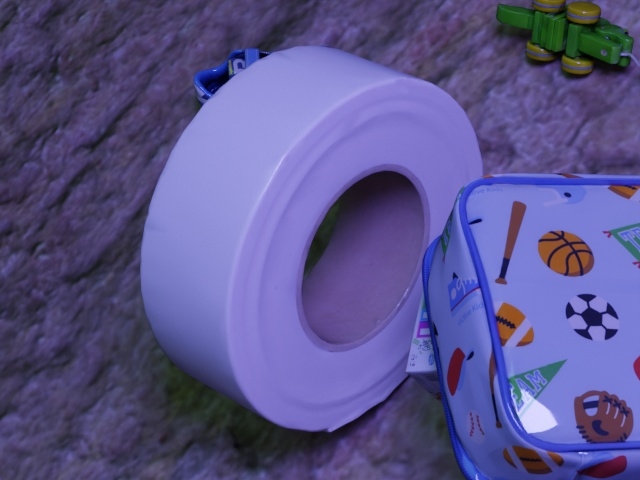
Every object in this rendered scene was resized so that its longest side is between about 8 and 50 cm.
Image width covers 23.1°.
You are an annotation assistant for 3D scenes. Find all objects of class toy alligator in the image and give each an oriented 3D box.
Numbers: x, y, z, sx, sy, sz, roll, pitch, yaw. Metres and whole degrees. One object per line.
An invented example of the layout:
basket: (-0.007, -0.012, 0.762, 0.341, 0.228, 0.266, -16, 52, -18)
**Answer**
toy alligator: (0.234, -0.173, 1.334, 0.051, 0.056, 0.189, -22, 36, -40)

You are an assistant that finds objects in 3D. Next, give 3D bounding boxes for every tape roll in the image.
tape roll: (0.000, 0.000, 1.202, 0.100, 0.286, 0.286, 24, 74, 37)

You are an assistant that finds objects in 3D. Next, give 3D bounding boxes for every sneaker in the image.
sneaker: (-0.054, -0.153, 1.475, 0.144, 0.059, 0.053, -19, 51, 17)

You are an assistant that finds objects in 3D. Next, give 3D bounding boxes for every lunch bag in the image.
lunch bag: (0.227, 0.060, 1.064, 0.303, 0.115, 0.243, 1, 54, -16)

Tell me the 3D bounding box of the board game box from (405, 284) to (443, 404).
board game box: (0.119, 0.083, 1.162, 0.026, 0.154, 0.103, -6, 57, 33)

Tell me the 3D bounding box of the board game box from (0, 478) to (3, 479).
board game box: (-0.295, 0.338, 1.183, 0.291, 0.232, 0.141, -36, 49, 4)
